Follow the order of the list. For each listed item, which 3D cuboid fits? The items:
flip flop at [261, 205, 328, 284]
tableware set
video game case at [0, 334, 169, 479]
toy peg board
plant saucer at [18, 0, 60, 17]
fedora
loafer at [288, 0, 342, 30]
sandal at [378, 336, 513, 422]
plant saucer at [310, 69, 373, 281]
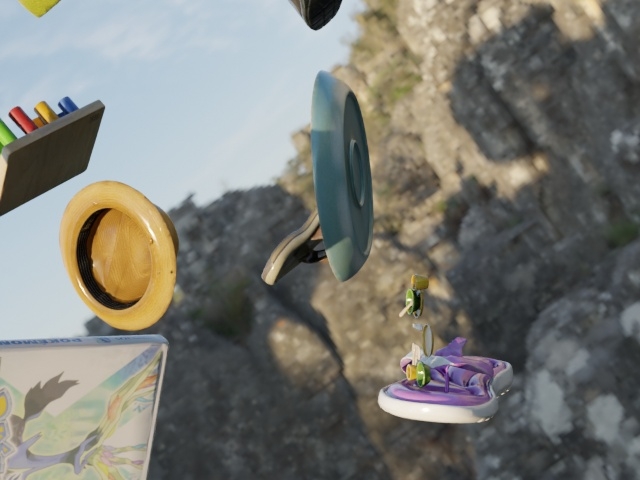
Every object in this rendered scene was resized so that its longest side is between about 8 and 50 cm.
[{"bbox_3d":[0.000,0.000,2.209,0.277,0.080,0.112,-42,-22,-36],"label":"flip flop"},{"bbox_3d":[0.132,0.122,1.627,0.024,0.154,0.104,1,4,-11],"label":"tableware set"},{"bbox_3d":[-0.355,0.281,1.504,0.300,0.329,0.036,1,17,-34],"label":"video game case"},{"bbox_3d":[-0.396,-0.134,1.626,0.160,0.079,0.161,-34,-13,-35],"label":"toy peg board"},{"bbox_3d":[-0.280,-0.338,1.148,0.188,0.188,0.045,-24,-3,42],"label":"plant saucer"},{"bbox_3d":[-0.231,0.012,1.443,0.194,0.194,0.079,-35,-4,37],"label":"fedora"},{"bbox_3d":[-0.018,-0.287,1.278,0.062,0.061,0.170,-44,-21,-7],"label":"loafer"},{"bbox_3d":[0.185,0.191,1.730,0.169,0.102,0.416,1,1,15],"label":"sandal"},{"bbox_3d":[0.038,-0.097,1.757,0.044,0.317,0.317,-5,6,10],"label":"plant saucer"}]
